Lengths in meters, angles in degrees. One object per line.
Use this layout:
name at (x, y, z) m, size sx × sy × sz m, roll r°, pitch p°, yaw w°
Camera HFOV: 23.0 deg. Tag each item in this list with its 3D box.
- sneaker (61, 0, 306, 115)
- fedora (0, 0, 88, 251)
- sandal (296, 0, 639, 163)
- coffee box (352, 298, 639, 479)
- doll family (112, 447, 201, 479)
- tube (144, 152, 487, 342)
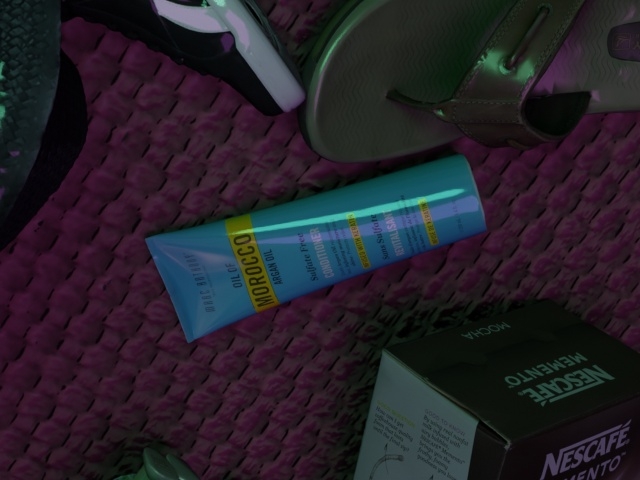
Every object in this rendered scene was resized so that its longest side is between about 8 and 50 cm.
sneaker at (-0.114, -0.131, 0.878) m, size 0.121 × 0.079 × 0.217 m, roll -36°, pitch 113°, yaw 10°
fedora at (-0.242, -0.057, 0.802) m, size 0.334 × 0.334 × 0.152 m, roll -43°, pitch 153°, yaw 10°
sandal at (0.133, -0.109, 0.945) m, size 0.302 × 0.086 × 0.120 m, roll -10°, pitch 120°, yaw -10°
coffee box at (0.109, 0.206, 1.063) m, size 0.168 × 0.119 × 0.297 m, roll -13°, pitch 125°, yaw -39°
doll family at (-0.106, 0.234, 1.073) m, size 0.263 × 0.118 × 0.163 m, roll 26°, pitch 103°, yaw -45°
tube at (0.000, 0.000, 0.997) m, size 0.207 × 0.052 × 0.080 m, roll -18°, pitch 112°, yaw 2°
